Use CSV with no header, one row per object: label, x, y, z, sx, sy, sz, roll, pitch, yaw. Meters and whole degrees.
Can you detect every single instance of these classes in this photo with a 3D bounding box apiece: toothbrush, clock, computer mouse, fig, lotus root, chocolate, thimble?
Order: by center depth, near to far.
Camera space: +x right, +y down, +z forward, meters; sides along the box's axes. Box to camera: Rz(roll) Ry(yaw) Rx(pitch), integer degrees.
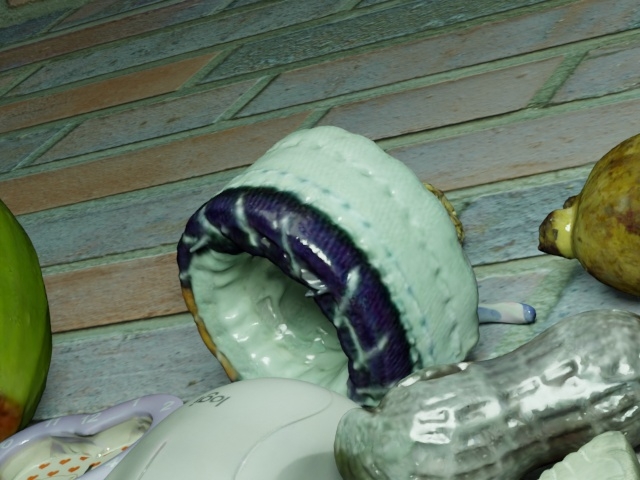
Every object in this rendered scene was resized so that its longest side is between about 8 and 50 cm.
chocolate,0.131,0.121,1.263,0.248,0.110,0.110,-20,19,4
computer mouse,-0.082,0.188,1.305,0.184,0.121,0.297,2,30,48
lotus root,0.284,-0.022,1.430,0.260,0.128,0.145,-11,32,35
thimble,0.009,0.038,1.457,0.150,0.237,0.237,-40,25,-32
clock,-0.195,0.198,1.483,0.198,0.064,0.172,-16,20,21
toothbrush,0.073,0.069,1.588,0.269,0.021,0.027,-6,31,40
fig,-0.372,0.085,1.681,0.316,0.316,0.316,-21,19,8

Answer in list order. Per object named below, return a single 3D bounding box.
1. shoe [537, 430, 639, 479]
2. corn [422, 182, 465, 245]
shoe,0.099,0.235,0.974,0.210,0.132,0.342,-24,15,10
corn,0.000,0.000,1.742,0.290,0.098,0.098,-12,22,28
